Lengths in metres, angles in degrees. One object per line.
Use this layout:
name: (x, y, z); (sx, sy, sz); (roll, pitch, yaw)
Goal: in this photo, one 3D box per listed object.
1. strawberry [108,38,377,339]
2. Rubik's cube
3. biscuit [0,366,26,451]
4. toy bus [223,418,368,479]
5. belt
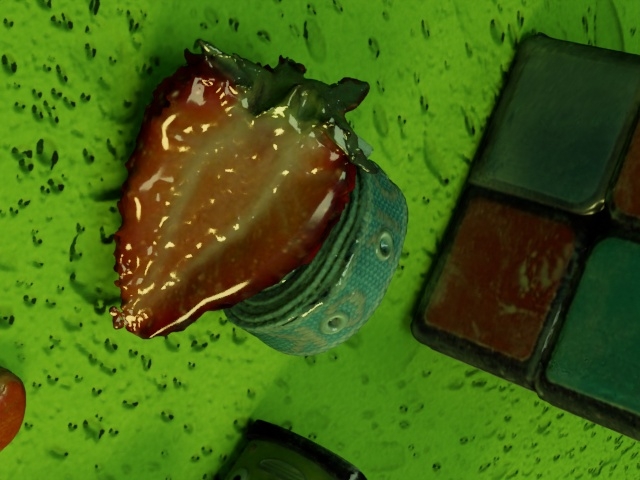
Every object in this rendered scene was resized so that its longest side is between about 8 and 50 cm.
strawberry: (-0.063, -0.029, 1.169); (0.174, 0.098, 0.228); (17, 104, -9)
Rubik's cube: (0.327, 0.025, 1.423); (0.316, 0.313, 0.318); (21, 89, -46)
biscuit: (-0.315, 0.137, 1.054); (0.250, 0.036, 0.165); (25, 86, -45)
toy bus: (0.011, 0.298, 1.349); (0.175, 0.138, 0.287); (-54, 134, -16)
belt: (-0.005, 0.007, 1.229); (0.163, 0.147, 0.082); (-41, 139, 12)
